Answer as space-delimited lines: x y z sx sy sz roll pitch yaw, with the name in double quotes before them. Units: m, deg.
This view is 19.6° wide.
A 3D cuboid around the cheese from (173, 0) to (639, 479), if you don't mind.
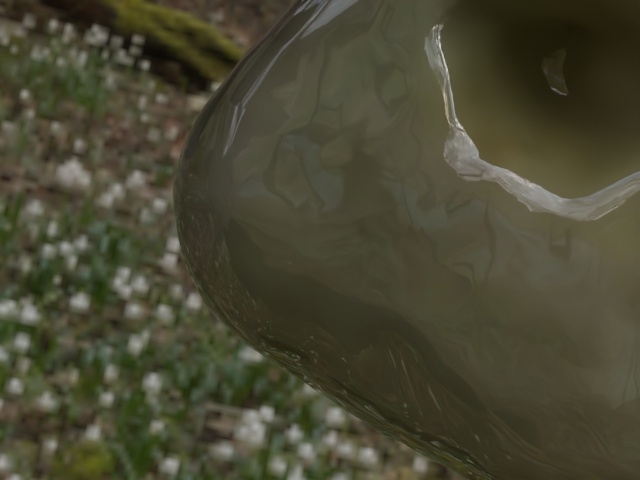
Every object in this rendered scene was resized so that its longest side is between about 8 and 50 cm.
"cheese" 0.179 -0.037 0.420 0.351 0.328 0.129 33 5 18
